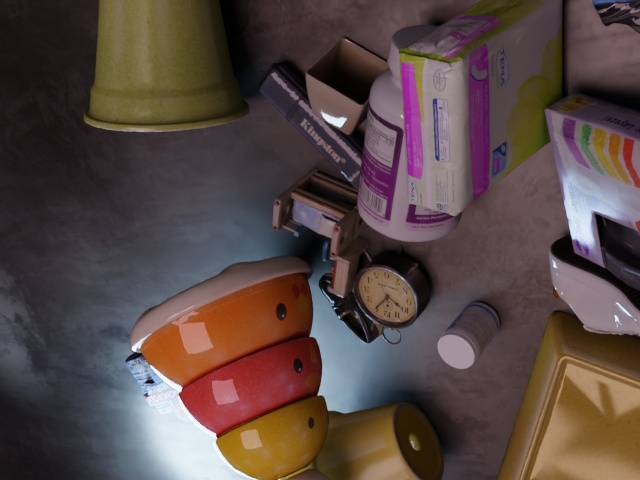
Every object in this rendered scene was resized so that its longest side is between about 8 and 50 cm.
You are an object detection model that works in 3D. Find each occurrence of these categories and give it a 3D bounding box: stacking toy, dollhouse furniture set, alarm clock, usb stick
[{"bbox_3d":[-0.094,0.295,1.913,0.350,0.351,0.480,-34,77,44],"label":"stacking toy"},{"bbox_3d":[0.000,0.000,1.881,0.129,0.129,0.183,24,130,22],"label":"dollhouse furniture set"},{"bbox_3d":[0.126,0.102,1.903,0.129,0.064,0.192,17,124,26],"label":"alarm clock"},{"bbox_3d":[0.007,-0.183,1.816,0.278,0.045,0.077,46,133,2],"label":"usb stick"}]

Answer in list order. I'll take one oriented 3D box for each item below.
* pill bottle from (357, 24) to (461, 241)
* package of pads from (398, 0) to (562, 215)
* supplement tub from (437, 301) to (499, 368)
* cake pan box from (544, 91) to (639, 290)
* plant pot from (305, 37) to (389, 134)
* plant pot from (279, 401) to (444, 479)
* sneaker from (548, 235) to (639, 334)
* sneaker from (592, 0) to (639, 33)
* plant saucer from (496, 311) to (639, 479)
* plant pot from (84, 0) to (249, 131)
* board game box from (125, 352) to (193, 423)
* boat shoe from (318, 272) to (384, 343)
[{"bbox_3d":[0.151,-0.162,1.642,0.169,0.169,0.301,23,129,22],"label":"pill bottle"},{"bbox_3d":[0.223,-0.201,1.475,0.101,0.296,0.229,17,127,34],"label":"package of pads"},{"bbox_3d":[0.249,0.158,1.819,0.071,0.107,0.071,18,127,26],"label":"supplement tub"},{"bbox_3d":[0.430,-0.055,1.492,0.246,0.070,0.267,37,151,54],"label":"cake pan box"},{"bbox_3d":[0.042,-0.234,1.722,0.109,0.109,0.096,32,144,15],"label":"plant pot"},{"bbox_3d":[0.089,0.418,2.029,0.239,0.254,0.254,-30,99,27],"label":"plant pot"},{"bbox_3d":[0.464,0.102,1.618,0.290,0.106,0.123,36,144,42],"label":"sneaker"},{"bbox_3d":[0.450,-0.306,1.415,0.188,0.067,0.078,7,143,30],"label":"sneaker"},{"bbox_3d":[0.455,0.317,1.687,0.333,0.081,0.332,19,97,26],"label":"plant saucer"},{"bbox_3d":[-0.261,-0.331,1.790,0.276,0.276,0.253,9,111,31],"label":"plant pot"},{"bbox_3d":[-0.323,0.322,2.371,0.194,0.060,0.194,-22,103,42],"label":"board game box"},{"bbox_3d":[0.051,0.123,1.980,0.152,0.049,0.056,44,134,5],"label":"boat shoe"}]
